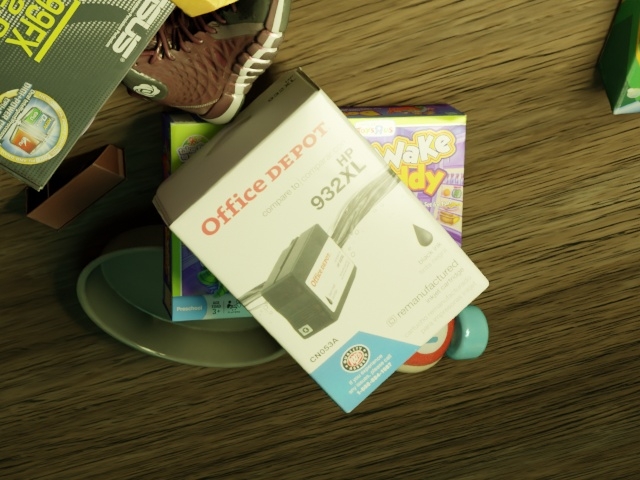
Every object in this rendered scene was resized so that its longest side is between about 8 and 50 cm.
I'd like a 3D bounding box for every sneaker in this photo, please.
[{"bbox_3d":[-0.136,-0.219,1.738,0.162,0.106,0.281,6,145,-19],"label":"sneaker"}]

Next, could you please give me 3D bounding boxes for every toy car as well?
[{"bbox_3d":[0.116,0.023,2.116,0.219,0.210,0.238,-1,135,-30],"label":"toy car"}]

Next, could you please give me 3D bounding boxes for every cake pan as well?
[{"bbox_3d":[-0.166,0.070,2.155,0.293,0.054,0.293,7,148,5],"label":"cake pan"}]

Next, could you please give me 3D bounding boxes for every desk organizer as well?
[{"bbox_3d":[-0.290,-0.067,1.980,0.130,0.047,0.050,-34,139,32],"label":"desk organizer"}]

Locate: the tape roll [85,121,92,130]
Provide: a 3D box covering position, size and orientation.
[{"bbox_3d":[-0.311,-0.182,1.702,0.189,0.080,0.189,2,127,2],"label":"tape roll"}]

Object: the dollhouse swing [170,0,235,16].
[{"bbox_3d":[-0.057,-0.404,1.285,0.315,0.305,0.347,-26,144,23],"label":"dollhouse swing"}]

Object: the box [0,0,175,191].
[{"bbox_3d":[-0.285,-0.209,1.592,0.216,0.060,0.270,33,113,-18],"label":"box"}]

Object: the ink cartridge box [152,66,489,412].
[{"bbox_3d":[0.000,0.000,1.857,0.223,0.129,0.307,-42,111,1],"label":"ink cartridge box"}]

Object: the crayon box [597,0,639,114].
[{"bbox_3d":[0.445,-0.271,1.844,0.203,0.083,0.323,-5,147,-9],"label":"crayon box"}]

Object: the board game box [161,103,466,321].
[{"bbox_3d":[-0.009,-0.035,1.958,0.347,0.078,0.233,-3,105,-13],"label":"board game box"}]
